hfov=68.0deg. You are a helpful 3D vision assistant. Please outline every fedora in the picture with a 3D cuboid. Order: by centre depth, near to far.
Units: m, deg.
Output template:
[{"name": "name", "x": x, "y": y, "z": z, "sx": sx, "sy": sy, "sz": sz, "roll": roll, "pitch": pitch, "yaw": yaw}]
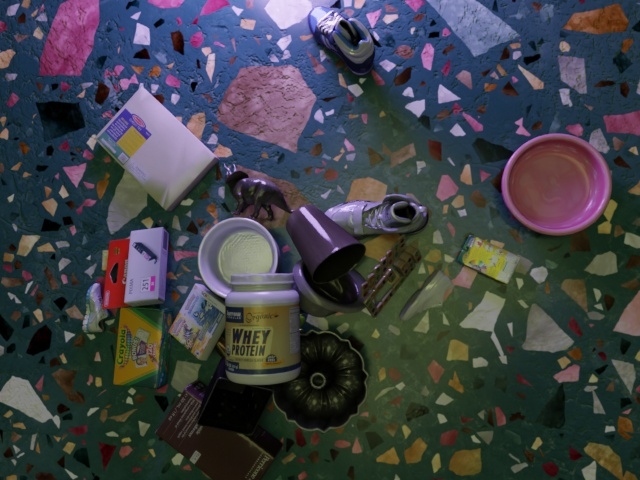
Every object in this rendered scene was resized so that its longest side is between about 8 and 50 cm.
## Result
[{"name": "fedora", "x": 0.016, "y": 0.172, "z": 1.581, "sx": 0.124, "sy": 0.276, "sz": 0.243, "roll": -56, "pitch": 36, "yaw": 33}]

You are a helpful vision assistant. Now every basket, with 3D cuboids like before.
[{"name": "basket", "x": 0.000, "y": 0.000, "z": 1.539, "sx": 0.205, "sy": 0.154, "sz": 0.227, "roll": -24, "pitch": 55, "yaw": -23}]

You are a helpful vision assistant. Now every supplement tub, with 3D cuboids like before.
[{"name": "supplement tub", "x": -0.175, "y": 0.259, "z": 1.448, "sx": 0.229, "sy": 0.228, "sz": 0.315, "roll": -2, "pitch": 86, "yaw": 7}]

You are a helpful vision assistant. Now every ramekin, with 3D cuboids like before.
[{"name": "ramekin", "x": -0.270, "y": 0.065, "z": 1.647, "sx": 0.278, "sy": 0.135, "sz": 0.277, "roll": -1, "pitch": 85, "yaw": 7}]

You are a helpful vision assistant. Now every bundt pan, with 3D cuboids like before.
[{"name": "bundt pan", "x": 0.000, "y": 0.458, "z": 1.587, "sx": 0.331, "sy": 0.124, "sz": 0.330, "roll": -1, "pitch": 85, "yaw": 8}]

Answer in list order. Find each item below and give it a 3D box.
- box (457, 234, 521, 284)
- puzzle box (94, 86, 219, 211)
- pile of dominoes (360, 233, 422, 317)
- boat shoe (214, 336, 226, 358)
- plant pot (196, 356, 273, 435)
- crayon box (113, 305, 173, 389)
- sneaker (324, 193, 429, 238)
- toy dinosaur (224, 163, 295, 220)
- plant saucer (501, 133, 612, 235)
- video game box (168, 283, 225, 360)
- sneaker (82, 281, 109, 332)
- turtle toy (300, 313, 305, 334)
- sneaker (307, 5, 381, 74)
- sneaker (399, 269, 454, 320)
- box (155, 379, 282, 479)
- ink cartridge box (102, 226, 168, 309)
[{"name": "box", "x": 0.557, "y": 0.063, "z": 1.583, "sx": 0.179, "sy": 0.043, "sz": 0.105, "roll": 26, "pitch": 90, "yaw": 6}, {"name": "puzzle box", "x": -0.609, "y": -0.341, "z": 1.764, "sx": 0.409, "sy": 0.052, "sz": 0.272, "roll": 44, "pitch": 93, "yaw": 9}, {"name": "pile of dominoes", "x": 0.231, "y": 0.123, "z": 1.528, "sx": 0.040, "sy": 0.196, "sz": 0.251, "roll": 31, "pitch": 75, "yaw": 38}, {"name": "boat shoe", "x": -0.329, "y": 0.383, "z": 1.674, "sx": 0.060, "sy": 0.064, "sz": 0.178, "roll": -32, "pitch": 77, "yaw": -29}, {"name": "plant pot", "x": -0.284, "y": 0.491, "z": 1.555, "sx": 0.188, "sy": 0.167, "sz": 0.188, "roll": 20, "pitch": 106, "yaw": -21}, {"name": "crayon box", "x": -0.632, "y": 0.378, "z": 1.698, "sx": 0.166, "sy": 0.081, "sz": 0.278, "roll": 3, "pitch": 86, "yaw": 8}, {"name": "sneaker", "x": 0.177, "y": -0.081, "z": 1.559, "sx": 0.366, "sy": 0.210, "sz": 0.137, "roll": -2, "pitch": 85, "yaw": 8}, {"name": "toy dinosaur", "x": -0.225, "y": -0.159, "z": 1.666, "sx": 0.314, "sy": 0.121, "sz": 0.160, "roll": 16, "pitch": 101, "yaw": 13}, {"name": "plant saucer", "x": 0.760, "y": -0.178, "z": 1.553, "sx": 0.333, "sy": 0.084, "sz": 0.331, "roll": 0, "pitch": 86, "yaw": 7}, {"name": "video game box", "x": -0.419, "y": 0.282, "z": 1.663, "sx": 0.187, "sy": 0.048, "sz": 0.205, "roll": 29, "pitch": 90, "yaw": 34}, {"name": "sneaker", "x": -0.814, "y": 0.248, "z": 1.746, "sx": 0.083, "sy": 0.071, "sz": 0.190, "roll": 7, "pitch": 95, "yaw": 2}, {"name": "turtle toy", "x": -0.102, "y": 0.310, "z": 1.635, "sx": 0.130, "sy": 0.095, "sz": 0.066, "roll": -40, "pitch": 61, "yaw": 3}, {"name": "sneaker", "x": 0.064, "y": -0.722, "z": 1.608, "sx": 0.130, "sy": 0.236, "sz": 0.322, "roll": -40, "pitch": 82, "yaw": 3}, {"name": "sneaker", "x": 0.360, "y": 0.203, "z": 1.587, "sx": 0.094, "sy": 0.080, "sz": 0.212, "roll": 42, "pitch": 91, "yaw": -3}, {"name": "box", "x": -0.342, "y": 0.674, "z": 1.611, "sx": 0.382, "sy": 0.143, "sz": 0.191, "roll": 33, "pitch": 91, "yaw": 7}, {"name": "ink cartridge box", "x": -0.672, "y": 0.099, "z": 1.698, "sx": 0.239, "sy": 0.060, "sz": 0.274, "roll": -7, "pitch": 67, "yaw": 6}]
